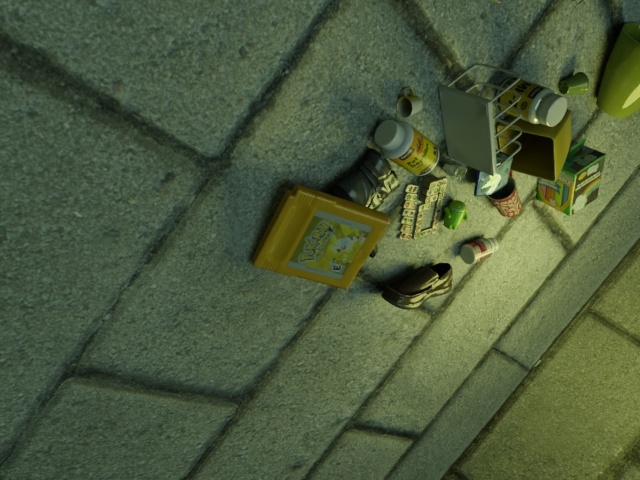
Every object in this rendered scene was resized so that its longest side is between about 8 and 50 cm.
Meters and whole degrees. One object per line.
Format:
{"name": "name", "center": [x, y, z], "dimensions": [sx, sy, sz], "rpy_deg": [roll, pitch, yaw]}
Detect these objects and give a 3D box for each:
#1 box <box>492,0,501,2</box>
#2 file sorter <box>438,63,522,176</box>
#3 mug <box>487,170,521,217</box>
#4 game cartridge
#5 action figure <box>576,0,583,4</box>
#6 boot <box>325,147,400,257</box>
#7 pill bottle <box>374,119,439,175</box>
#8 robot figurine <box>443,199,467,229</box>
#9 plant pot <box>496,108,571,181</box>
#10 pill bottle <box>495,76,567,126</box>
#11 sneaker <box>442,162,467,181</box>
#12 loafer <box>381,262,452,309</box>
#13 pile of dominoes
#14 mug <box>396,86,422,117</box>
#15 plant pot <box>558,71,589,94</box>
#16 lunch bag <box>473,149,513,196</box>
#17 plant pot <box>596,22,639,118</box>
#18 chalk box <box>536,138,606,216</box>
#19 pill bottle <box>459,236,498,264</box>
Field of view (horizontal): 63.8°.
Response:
{"name": "box", "center": [0.314, -0.688, 1.227], "dimensions": [0.213, 0.243, 0.117], "rpy_deg": [10, 112, -41]}
{"name": "file sorter", "center": [0.521, -0.387, 1.637], "dimensions": [0.173, 0.193, 0.278], "rpy_deg": [-38, 135, -15]}
{"name": "mug", "center": [0.732, -0.179, 2.000], "dimensions": [0.150, 0.113, 0.169], "rpy_deg": [-48, 139, 2]}
{"name": "game cartridge", "center": [0.000, 0.000, 1.505], "dimensions": [0.323, 0.053, 0.285], "rpy_deg": [15, 121, -26]}
{"name": "action figure", "center": [0.905, -0.890, 1.621], "dimensions": [0.164, 0.141, 0.276], "rpy_deg": [-1, 116, -39]}
{"name": "boot", "center": [0.170, -0.107, 1.618], "dimensions": [0.223, 0.118, 0.338], "rpy_deg": [-43, 140, -13]}
{"name": "pill bottle", "center": [0.259, -0.283, 1.555], "dimensions": [0.215, 0.117, 0.117], "rpy_deg": [21, 105, -44]}
{"name": "robot figurine", "center": [0.498, -0.098, 1.903], "dimensions": [0.101, 0.067, 0.115], "rpy_deg": [7, 114, -27]}
{"name": "plant pot", "center": [0.792, -0.372, 1.856], "dimensions": [0.187, 0.212, 0.212], "rpy_deg": [-47, 137, -18]}
{"name": "pill bottle", "center": [0.698, -0.459, 1.707], "dimensions": [0.119, 0.208, 0.119], "rpy_deg": [-20, 129, -27]}
{"name": "sneaker", "center": [0.471, -0.245, 1.796], "dimensions": [0.152, 0.061, 0.054], "rpy_deg": [12, 105, -62]}
{"name": "loafer", "center": [0.372, 0.154, 1.951], "dimensions": [0.366, 0.134, 0.130], "rpy_deg": [-15, 123, -42]}
{"name": "pile of dominoes", "center": [0.370, -0.104, 1.821], "dimensions": [0.196, 0.040, 0.251], "rpy_deg": [-17, 128, -28]}
{"name": "mug", "center": [0.271, -0.408, 1.522], "dimensions": [0.064, 0.062, 0.078], "rpy_deg": [-23, 138, -34]}
{"name": "plant pot", "center": [0.935, -0.577, 1.911], "dimensions": [0.079, 0.083, 0.083], "rpy_deg": [-17, 129, -12]}
{"name": "lunch bag", "center": [0.616, -0.242, 1.875], "dimensions": [0.151, 0.096, 0.129], "rpy_deg": [-31, 135, -30]}
{"name": "plant pot", "center": [1.210, -0.629, 1.974], "dimensions": [0.275, 0.275, 0.293], "rpy_deg": [-17, 143, -28]}
{"name": "chalk box", "center": [1.021, -0.284, 2.102], "dimensions": [0.180, 0.179, 0.289], "rpy_deg": [-30, 132, -17]}
{"name": "pill bottle", "center": [0.653, 0.038, 2.104], "dimensions": [0.152, 0.086, 0.086], "rpy_deg": [-18, 128, -28]}
